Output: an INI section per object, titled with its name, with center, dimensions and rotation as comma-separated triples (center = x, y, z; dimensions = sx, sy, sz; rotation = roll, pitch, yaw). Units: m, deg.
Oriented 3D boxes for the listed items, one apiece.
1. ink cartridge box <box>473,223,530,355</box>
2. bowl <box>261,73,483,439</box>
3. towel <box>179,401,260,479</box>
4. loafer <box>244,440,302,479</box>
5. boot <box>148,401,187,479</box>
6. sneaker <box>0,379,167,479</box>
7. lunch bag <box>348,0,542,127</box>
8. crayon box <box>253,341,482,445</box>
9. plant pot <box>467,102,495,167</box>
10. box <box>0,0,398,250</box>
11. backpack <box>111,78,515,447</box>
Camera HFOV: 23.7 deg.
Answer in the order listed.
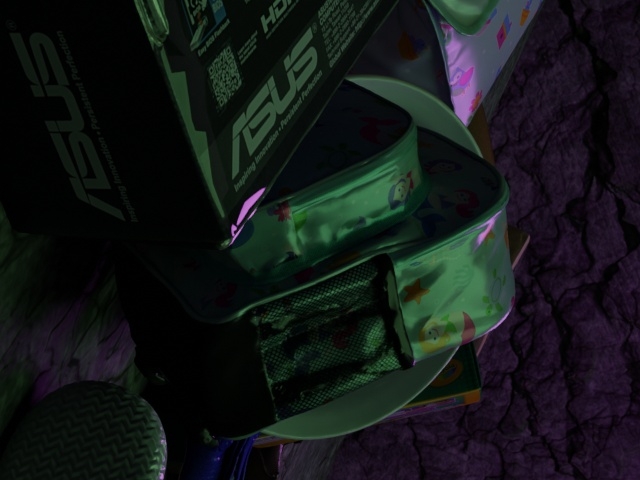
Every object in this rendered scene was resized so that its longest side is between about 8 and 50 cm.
[ink cartridge box]
center = 0.129, 0.034, 1.971
dimensions = 0.088, 0.234, 0.193
rotation = -55, 165, -47
[bowl]
center = -0.012, 0.001, 1.242
dimensions = 0.134, 0.297, 0.298
rotation = 28, -85, 56
[towel]
center = -0.099, 0.193, 1.455
dimensions = 0.228, 0.076, 0.308
rotation = -85, -164, -73
[loafer]
center = -0.042, 0.228, 1.978
dimensions = 0.220, 0.078, 0.080
rotation = -62, 170, -23
[boot]
center = -0.165, 0.253, 1.299
dimensions = 0.219, 0.082, 0.106
rotation = -76, -173, -47
[sneaker]
center = -0.201, 0.290, 1.083
dimensions = 0.210, 0.137, 0.366
rotation = 79, 34, -70
[lunch bag]
center = 0.110, -0.255, 1.410
dimensions = 0.223, 0.160, 0.262
rotation = -57, 156, -28
[crayon box]
center = 0.043, 0.168, 1.735
dimensions = 0.165, 0.278, 0.081
rotation = 61, 17, -78
[plant pot]
center = 0.100, -0.070, 1.684
dimensions = 0.237, 0.237, 0.254
rotation = 96, 6, -61
[box]
center = -0.025, -0.238, 0.523
dimensions = 0.395, 0.097, 0.318
rotation = -58, 143, -43
[backpack]
center = 0.000, 0.000, 1.031
dimensions = 0.253, 0.225, 0.191
rotation = -15, 116, -22
